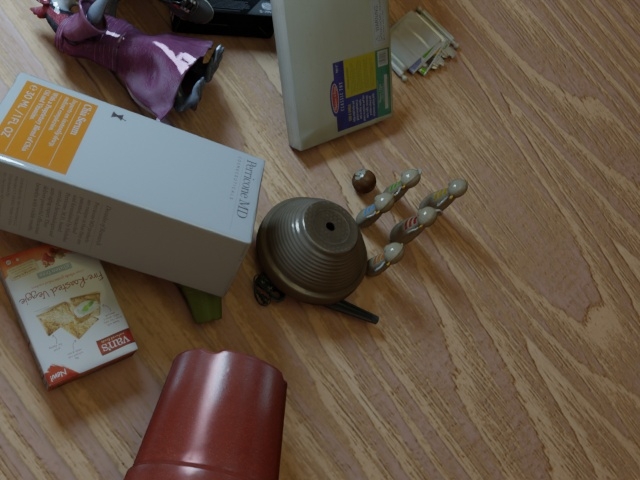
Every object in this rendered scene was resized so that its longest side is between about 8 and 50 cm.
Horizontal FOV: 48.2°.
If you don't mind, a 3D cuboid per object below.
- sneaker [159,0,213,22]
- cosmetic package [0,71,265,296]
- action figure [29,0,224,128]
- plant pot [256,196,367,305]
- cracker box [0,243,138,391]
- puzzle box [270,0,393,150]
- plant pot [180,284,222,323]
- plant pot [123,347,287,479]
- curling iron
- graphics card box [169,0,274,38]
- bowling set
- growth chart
[{"bbox_3d":[-0.275,-0.468,1.408,0.157,0.061,0.065,19,21,-40],"label":"sneaker"},{"bbox_3d":[-0.342,-0.093,1.241,0.452,0.162,0.230,19,43,-15],"label":"cosmetic package"},{"bbox_3d":[-0.389,-0.368,1.388,0.369,0.248,0.276,19,99,-5],"label":"action figure"},{"bbox_3d":[0.000,0.000,1.415,0.237,0.110,0.238,13,56,-20],"label":"plant pot"},{"bbox_3d":[-0.433,0.118,1.222,0.155,0.067,0.232,-22,82,-29],"label":"cracker box"},{"bbox_3d":[0.029,-0.418,1.496,0.272,0.052,0.409,-24,124,-30],"label":"puzzle box"},{"bbox_3d":[-0.214,0.111,1.324,0.083,0.083,0.079,-11,88,-27],"label":"plant pot"},{"bbox_3d":[-0.173,0.335,1.160,0.272,0.272,0.265,21,56,-16],"label":"plant pot"},{"bbox_3d":[-0.010,0.124,1.429,0.273,0.035,0.068,17,69,-17],"label":"curling iron"},{"bbox_3d":[-0.231,-0.633,1.581,0.232,0.094,0.371,-4,72,-26],"label":"graphics card box"},{"bbox_3d":[0.153,-0.079,1.509,0.200,0.154,0.287,44,59,-3],"label":"bowling set"},{"bbox_3d":[0.236,-0.488,1.778,0.237,0.021,0.172,-39,90,-30],"label":"growth chart"}]
